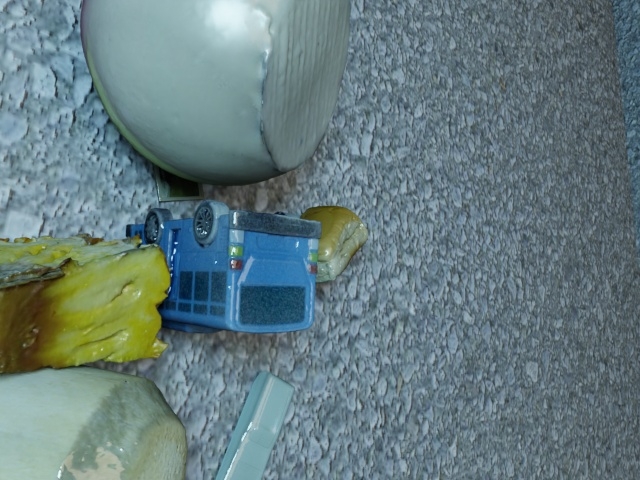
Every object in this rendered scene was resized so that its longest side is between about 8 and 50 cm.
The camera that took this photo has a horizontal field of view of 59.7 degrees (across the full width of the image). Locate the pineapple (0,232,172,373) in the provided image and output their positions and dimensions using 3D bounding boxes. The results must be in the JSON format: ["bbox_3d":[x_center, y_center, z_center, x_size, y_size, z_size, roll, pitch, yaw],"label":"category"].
[{"bbox_3d":[-0.254,0.052,0.487,0.236,0.186,0.114,3,95,-10],"label":"pineapple"}]

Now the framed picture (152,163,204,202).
[{"bbox_3d":[-0.184,-0.094,0.712,0.066,0.006,0.089,-6,85,-44],"label":"framed picture"}]

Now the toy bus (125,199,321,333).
[{"bbox_3d":[-0.117,0.033,0.597,0.116,0.234,0.134,5,85,-42],"label":"toy bus"}]

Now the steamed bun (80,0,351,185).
[{"bbox_3d":[-0.135,-0.220,0.629,0.309,0.309,0.309,11,73,-41],"label":"steamed bun"}]

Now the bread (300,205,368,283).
[{"bbox_3d":[0.000,0.002,0.794,0.082,0.106,0.125,58,47,-18],"label":"bread"}]

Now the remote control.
[{"bbox_3d":[-0.081,0.253,0.713,0.061,0.029,0.162,37,58,-29],"label":"remote control"}]

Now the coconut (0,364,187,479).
[{"bbox_3d":[-0.237,0.200,0.472,0.202,0.222,0.202,7,90,-81],"label":"coconut"}]
